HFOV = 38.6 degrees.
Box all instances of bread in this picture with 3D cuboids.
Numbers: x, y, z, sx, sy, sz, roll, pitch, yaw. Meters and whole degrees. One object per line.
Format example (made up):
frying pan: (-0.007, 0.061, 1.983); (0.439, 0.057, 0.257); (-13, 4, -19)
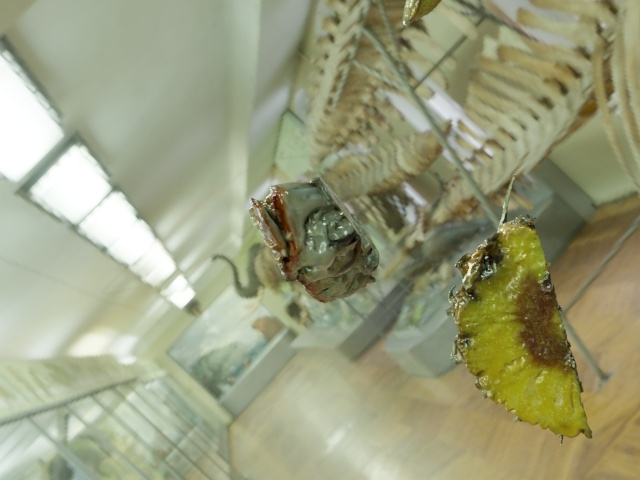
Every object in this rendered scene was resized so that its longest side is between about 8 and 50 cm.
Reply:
bread: (0.182, -0.444, 1.521); (0.149, 0.065, 0.188); (-130, 53, -81)

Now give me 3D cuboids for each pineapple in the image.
pineapple: (0.252, 0.104, 1.247); (0.161, 0.335, 0.158); (-17, 17, 17)

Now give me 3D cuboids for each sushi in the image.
sushi: (0.000, 0.000, 1.255); (0.130, 0.124, 0.332); (-28, -18, 2)
